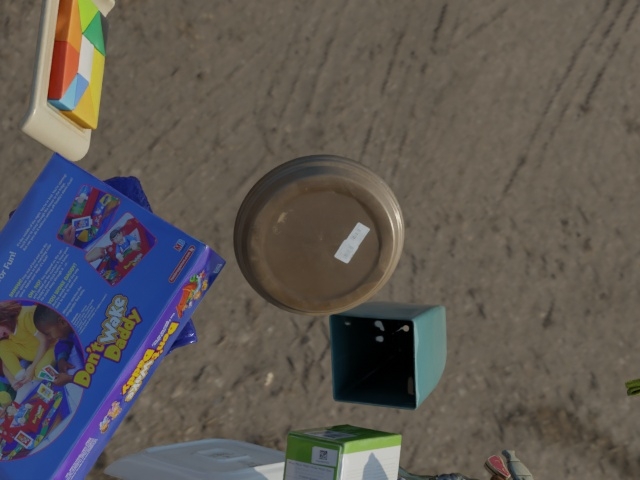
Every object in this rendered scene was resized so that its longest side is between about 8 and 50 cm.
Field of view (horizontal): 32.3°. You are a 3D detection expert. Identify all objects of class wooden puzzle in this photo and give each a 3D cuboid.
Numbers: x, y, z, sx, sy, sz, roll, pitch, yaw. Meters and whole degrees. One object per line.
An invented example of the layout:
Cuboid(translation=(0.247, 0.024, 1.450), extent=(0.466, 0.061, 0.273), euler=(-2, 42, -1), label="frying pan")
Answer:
Cuboid(translation=(-0.323, -0.236, 1.455), extent=(0.044, 0.221, 0.239), euler=(9, 84, 6), label="wooden puzzle")

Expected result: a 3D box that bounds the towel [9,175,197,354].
Cuboid(translation=(-0.354, 0.064, 1.794), extent=(0.227, 0.076, 0.308), euler=(-18, 84, -21), label="towel")

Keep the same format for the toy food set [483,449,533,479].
Cuboid(translation=(0.229, 0.286, 1.264), extent=(0.078, 0.019, 0.122), euler=(2, 39, -35), label="toy food set")

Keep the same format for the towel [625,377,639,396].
Cuboid(translation=(0.466, 0.150, 1.217), extent=(0.102, 0.237, 0.021), euler=(23, 57, -50), label="towel")

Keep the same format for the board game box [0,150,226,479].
Cuboid(translation=(-0.305, 0.103, 1.285), extent=(0.233, 0.078, 0.347), euler=(31, 84, 18), label="board game box")

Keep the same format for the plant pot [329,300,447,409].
Cuboid(translation=(0.146, 0.195, 2.055), extent=(0.234, 0.165, 0.166), euler=(-19, 109, -61), label="plant pot")

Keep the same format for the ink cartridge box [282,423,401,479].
Cuboid(translation=(0.024, 0.404, 1.593), extent=(0.189, 0.097, 0.255), euler=(11, 85, -60), label="ink cartridge box")

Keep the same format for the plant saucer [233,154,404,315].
Cuboid(translation=(0.000, 0.000, 1.760), extent=(0.278, 0.278, 0.041), euler=(35, 14, -18), label="plant saucer")

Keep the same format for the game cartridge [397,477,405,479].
Cuboid(translation=(0.130, 0.471, 1.980), extent=(0.017, 0.056, 0.083), euler=(23, 57, -18), label="game cartridge")

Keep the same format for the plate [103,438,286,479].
Cuboid(translation=(-0.162, 0.369, 1.801), extent=(0.277, 0.278, 0.045), euler=(4, 91, -49), label="plate")

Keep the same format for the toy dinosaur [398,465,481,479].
Cuboid(translation=(0.227, 0.418, 1.861), extent=(0.268, 0.064, 0.118), euler=(14, 7, 6), label="toy dinosaur")
